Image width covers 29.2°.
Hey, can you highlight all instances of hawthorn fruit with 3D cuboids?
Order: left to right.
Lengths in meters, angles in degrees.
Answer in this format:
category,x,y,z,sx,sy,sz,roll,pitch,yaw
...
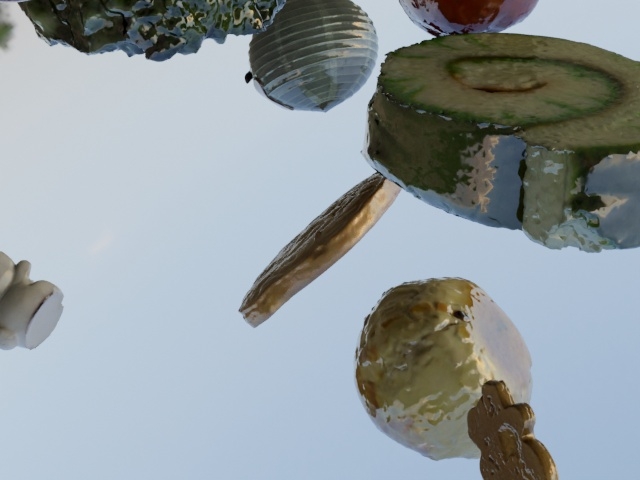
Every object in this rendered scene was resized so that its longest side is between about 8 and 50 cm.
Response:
category,x,y,z,sx,sy,sz,roll,pitch,yaw
hawthorn fruit,0.184,-0.340,1.513,0.215,0.250,0.215,-8,179,0

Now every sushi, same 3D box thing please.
category,x,y,z,sx,sy,sz,roll,pitch,yaw
sushi,-0.223,-0.340,1.518,0.351,0.178,0.294,14,-147,33

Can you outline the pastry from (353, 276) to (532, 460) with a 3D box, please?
category,x,y,z,sx,sy,sz,roll,pitch,yaw
pastry,0.229,0.259,2.443,0.312,0.388,0.388,-38,-165,29

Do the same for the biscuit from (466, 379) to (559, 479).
category,x,y,z,sx,sy,sz,roll,pitch,yaw
biscuit,0.307,0.341,1.927,0.035,0.184,0.249,-6,-135,-25

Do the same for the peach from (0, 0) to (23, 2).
category,x,y,z,sx,sy,sz,roll,pitch,yaw
peach,-0.326,-0.370,1.289,0.243,0.243,0.199,-31,-163,10

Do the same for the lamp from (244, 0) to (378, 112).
category,x,y,z,sx,sy,sz,roll,pitch,yaw
lamp,-0.017,-0.360,2.407,0.265,0.233,0.233,-10,-163,-9

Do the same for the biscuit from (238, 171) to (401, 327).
category,x,y,z,sx,sy,sz,roll,pitch,yaw
biscuit,-0.002,-0.002,2.228,0.365,0.062,0.385,-41,-175,18

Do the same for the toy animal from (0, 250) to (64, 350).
category,x,y,z,sx,sy,sz,roll,pitch,yaw
toy animal,-0.564,0.115,2.170,0.127,0.193,0.179,99,13,-51

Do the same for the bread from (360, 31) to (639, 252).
category,x,y,z,sx,sy,sz,roll,pitch,yaw
bread,0.232,-0.110,1.314,0.366,0.129,0.382,-1,-153,-7
